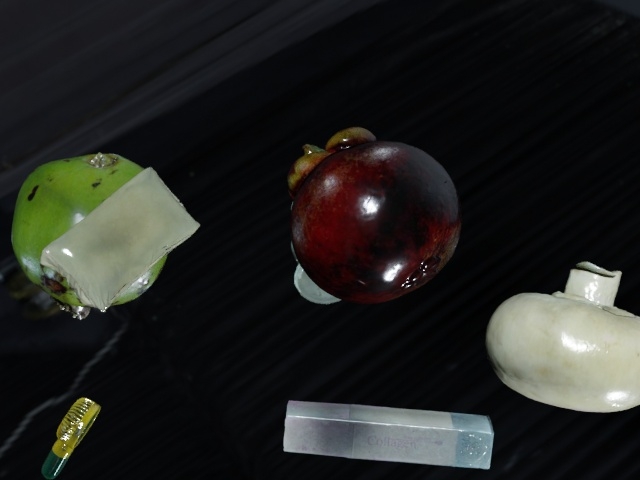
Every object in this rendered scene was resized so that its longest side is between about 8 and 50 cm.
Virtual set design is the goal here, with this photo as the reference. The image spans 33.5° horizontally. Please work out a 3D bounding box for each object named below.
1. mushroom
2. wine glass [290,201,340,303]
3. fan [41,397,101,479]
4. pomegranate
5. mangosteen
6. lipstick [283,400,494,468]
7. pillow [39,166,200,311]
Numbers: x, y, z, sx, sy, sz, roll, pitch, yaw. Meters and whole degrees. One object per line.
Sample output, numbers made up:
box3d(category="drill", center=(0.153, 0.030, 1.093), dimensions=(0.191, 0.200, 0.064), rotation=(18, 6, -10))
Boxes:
box3d(category="mushroom", center=(0.352, 0.130, 1.442), dimensions=(0.246, 0.202, 0.246), rotation=(18, 180, 0))
box3d(category="wine glass", center=(0.000, 0.000, 1.767), dimensions=(0.231, 0.103, 0.103), rotation=(-98, -15, -57))
box3d(category="fan", center=(-0.415, 0.325, 1.737), dimensions=(0.039, 0.155, 0.082), rotation=(32, -166, -1))
box3d(category="pomegranate", center=(-0.349, -0.002, 1.614), dimensions=(0.254, 0.254, 0.270), rotation=(37, 113, 56))
box3d(category="mangosteen", center=(0.031, -0.023, 0.749), dimensions=(0.140, 0.140, 0.140), rotation=(52, 167, 18))
box3d(category="lipstick", center=(0.104, 0.300, 1.646), dimensions=(0.068, 0.318, 0.066), rotation=(-82, -4, -74))
box3d(category="pillow", center=(-0.273, 0.000, 1.459), dimensions=(0.119, 0.208, 0.053), rotation=(53, 153, -15))
